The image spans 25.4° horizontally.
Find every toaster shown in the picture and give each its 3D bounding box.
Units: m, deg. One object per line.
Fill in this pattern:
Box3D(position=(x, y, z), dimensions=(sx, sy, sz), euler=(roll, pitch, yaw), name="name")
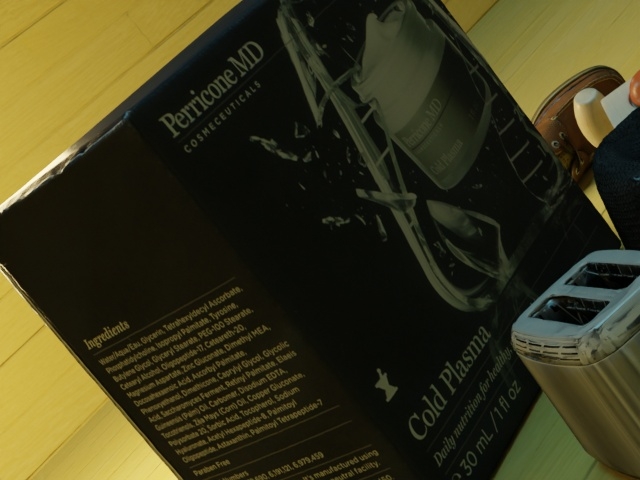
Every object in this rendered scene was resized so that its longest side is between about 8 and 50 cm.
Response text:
Box3D(position=(0.245, 0.095, 1.083), dimensions=(0.129, 0.146, 0.227), euler=(-42, 10, -9), name="toaster")

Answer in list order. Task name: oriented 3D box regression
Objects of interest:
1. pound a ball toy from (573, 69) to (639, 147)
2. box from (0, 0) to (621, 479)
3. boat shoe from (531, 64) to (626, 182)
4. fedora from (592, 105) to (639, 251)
Box3D(position=(0.422, -0.191, 1.562), dimensions=(0.319, 0.136, 0.208), euler=(-35, 31, 17), name="pound a ball toy")
Box3D(position=(0.000, 0.000, 1.451), dimensions=(0.297, 0.472, 0.480), euler=(-30, 14, 43), name="box")
Box3D(position=(0.309, -0.102, 1.879), dimensions=(0.307, 0.110, 0.104), euler=(-49, 14, 0), name="boat shoe")
Box3D(position=(0.361, -0.064, 1.346), dimensions=(0.334, 0.152, 0.334), euler=(-38, 10, 8), name="fedora")
